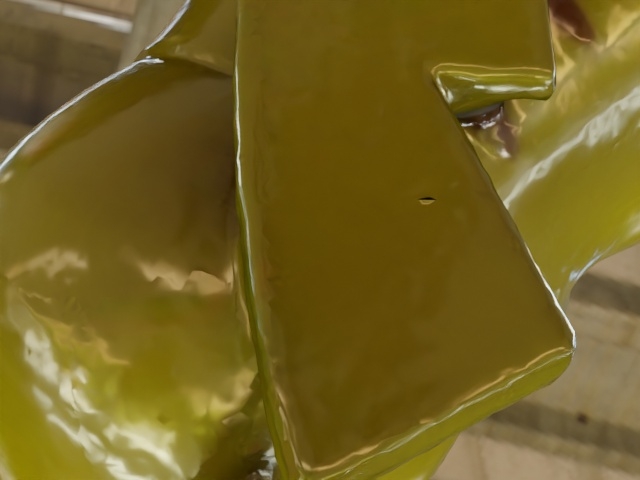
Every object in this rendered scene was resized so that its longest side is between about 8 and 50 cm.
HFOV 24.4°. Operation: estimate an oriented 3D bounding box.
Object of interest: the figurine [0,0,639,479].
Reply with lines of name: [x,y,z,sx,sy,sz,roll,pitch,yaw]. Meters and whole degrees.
figurine: [0.005,-0.005,0.433,0.218,0.169,0.327,28,-115,30]
